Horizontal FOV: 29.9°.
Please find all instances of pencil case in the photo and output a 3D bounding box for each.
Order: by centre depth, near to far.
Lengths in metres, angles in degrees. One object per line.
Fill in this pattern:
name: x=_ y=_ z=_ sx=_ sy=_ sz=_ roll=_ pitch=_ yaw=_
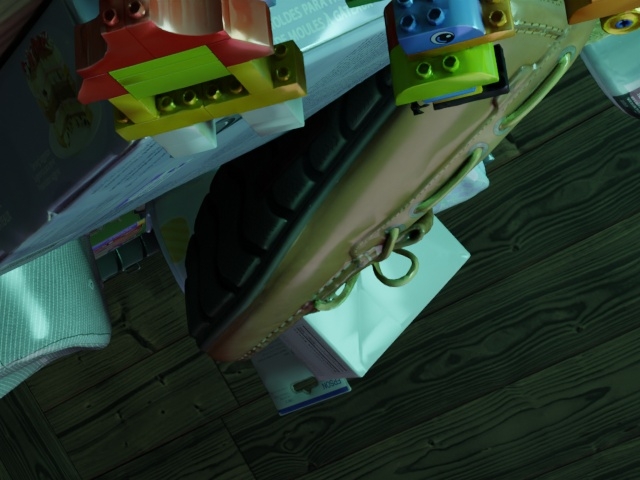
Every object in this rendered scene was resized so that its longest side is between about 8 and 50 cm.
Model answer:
pencil case: x=-0.002 y=-0.042 z=0.960 sx=0.273 sy=0.124 sz=0.113 roll=-27 pitch=-138 yaw=7

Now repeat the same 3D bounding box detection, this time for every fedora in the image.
fedora: x=-0.240 y=0.053 z=0.893 sx=0.243 sy=0.124 sz=0.275 roll=-29 pitch=-179 yaw=-10

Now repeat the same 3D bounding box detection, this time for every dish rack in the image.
dish rack: x=-0.337 y=0.056 z=1.461 sx=0.271 sy=0.074 sz=0.208 roll=-27 pitch=-178 yaw=33

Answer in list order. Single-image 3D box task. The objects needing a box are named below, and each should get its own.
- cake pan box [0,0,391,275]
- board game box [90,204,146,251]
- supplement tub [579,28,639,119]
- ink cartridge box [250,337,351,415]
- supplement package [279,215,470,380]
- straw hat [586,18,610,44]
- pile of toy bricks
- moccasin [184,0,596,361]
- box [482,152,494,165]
cake pan box: x=-0.056 y=-0.076 z=0.585 sx=0.245 sy=0.070 sz=0.267 roll=-28 pitch=180 yaw=-34
board game box: x=-0.264 y=0.010 z=1.205 sx=0.317 sy=0.046 sz=0.213 roll=-30 pitch=-177 yaw=-11
supplement tub: x=0.354 y=-0.249 z=0.972 sx=0.316 sy=0.194 sz=0.193 roll=-29 pitch=-178 yaw=24
ink cartridge box: x=-0.067 y=0.053 z=1.539 sx=0.065 sy=0.333 sz=0.165 roll=-27 pitch=180 yaw=-41
supplement package: x=0.000 y=0.000 z=1.400 sx=0.204 sy=0.262 sz=0.145 roll=-46 pitch=-172 yaw=-19
straw hat: x=0.155 y=-0.199 z=0.795 sx=0.144 sy=0.144 sz=0.061 roll=-29 pitch=-137 yaw=35
pile of toy bricks: x=0.022 y=-0.106 z=0.342 sx=0.212 sy=0.118 sz=0.105 roll=-13 pitch=157 yaw=15
moccasin: x=0.030 y=-0.042 z=0.807 sx=0.147 sy=0.139 sz=0.380 roll=18 pitch=125 yaw=-31
box: x=0.050 y=-0.100 z=1.090 sx=0.158 sy=0.156 sz=0.093 roll=-29 pitch=-179 yaw=1
